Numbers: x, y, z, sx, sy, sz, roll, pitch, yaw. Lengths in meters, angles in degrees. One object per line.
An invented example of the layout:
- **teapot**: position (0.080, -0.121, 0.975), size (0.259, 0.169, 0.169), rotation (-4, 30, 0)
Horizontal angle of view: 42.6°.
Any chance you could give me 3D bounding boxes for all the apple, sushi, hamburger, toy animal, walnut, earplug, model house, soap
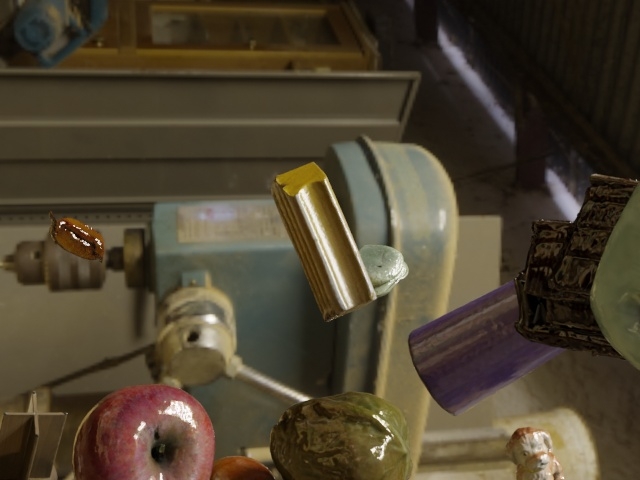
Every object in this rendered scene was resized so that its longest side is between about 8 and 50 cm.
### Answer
- **apple**: position (-0.154, 0.554, 1.680), size (0.210, 0.173, 0.235), rotation (120, -47, -62)
- **sushi**: position (-0.431, -0.006, 1.453), size (0.052, 0.120, 0.055), rotation (-62, -158, 2)
- **hamburger**: position (0.095, 0.048, 1.328), size (0.121, 0.084, 0.054), rotation (-52, 139, -49)
- **toy animal**: position (0.451, 0.442, 1.729), size (0.185, 0.104, 0.184), rotation (62, 32, -25)
- **apple**: position (-0.191, 0.231, 0.882), size (0.120, 0.153, 0.153), rotation (-15, -105, 53)
- **walnut**: position (0.043, 0.412, 1.596), size (0.227, 0.283, 0.283), rotation (-60, 164, -46)
- **earplug**: position (0.428, 0.185, 1.769), size (0.215, 0.456, 0.215), rotation (46, 23, -26)
- **model house**: position (0.489, 0.007, 1.346), size (0.317, 0.297, 0.282), rotation (11, -48, 39)
- **soap**: position (0.000, 0.000, 1.226), size (0.140, 0.073, 0.232), rotation (130, -61, -74)

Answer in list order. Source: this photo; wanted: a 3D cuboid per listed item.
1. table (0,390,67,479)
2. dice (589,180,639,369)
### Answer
- **table**: position (-0.659, 0.465, 1.849), size (0.167, 0.167, 0.227), rotation (-106, -147, -53)
- **dice**: position (0.507, 0.027, 0.991), size (0.262, 0.268, 0.265), rotation (32, -53, 29)
